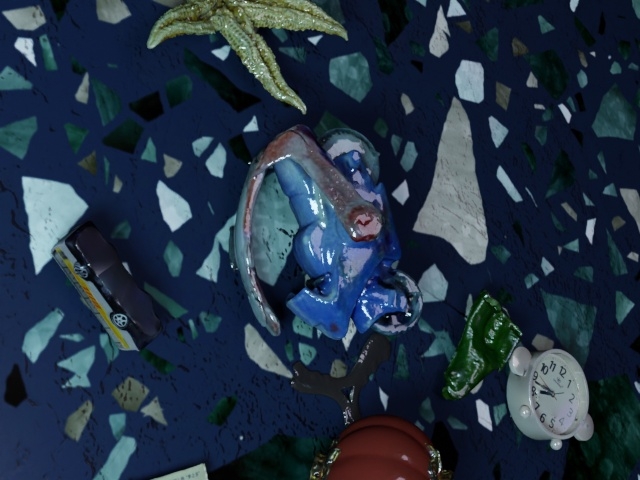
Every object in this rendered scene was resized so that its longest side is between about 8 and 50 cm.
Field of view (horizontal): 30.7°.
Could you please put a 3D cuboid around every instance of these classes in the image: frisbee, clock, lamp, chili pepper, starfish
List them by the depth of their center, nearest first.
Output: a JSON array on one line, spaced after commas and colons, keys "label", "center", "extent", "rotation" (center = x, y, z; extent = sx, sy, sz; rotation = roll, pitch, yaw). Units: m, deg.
[{"label": "lamp", "center": [0.075, 0.350, 1.598], "extent": [0.226, 0.226, 0.227], "rotation": [10, 74, -39]}, {"label": "starfish", "center": [-0.130, -0.330, 1.652], "extent": [0.347, 0.078, 0.358], "rotation": [-27, 98, -41]}, {"label": "frisbee", "center": [0.028, 0.224, 1.707], "extent": [0.187, 0.012, 0.211], "rotation": [19, 69, -36]}, {"label": "chili pepper", "center": [0.252, 0.169, 1.881], "extent": [0.108, 0.062, 0.216], "rotation": [48, 54, -14]}, {"label": "clock", "center": [0.381, 0.263, 1.970], "extent": [0.229, 0.063, 0.156], "rotation": [43, 59, -22]}]

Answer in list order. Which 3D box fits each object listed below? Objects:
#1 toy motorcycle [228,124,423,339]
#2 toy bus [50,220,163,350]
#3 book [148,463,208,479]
[{"label": "toy motorcycle", "center": [-0.003, 0.003, 1.657], "extent": [0.182, 0.241, 0.319], "rotation": [15, 57, -80]}, {"label": "toy bus", "center": [-0.266, 0.059, 1.453], "extent": [0.057, 0.072, 0.172], "rotation": [-46, 112, -36]}, {"label": "book", "center": [-0.201, 0.444, 1.452], "extent": [0.201, 0.026, 0.290], "rotation": [-10, 87, -41]}]
